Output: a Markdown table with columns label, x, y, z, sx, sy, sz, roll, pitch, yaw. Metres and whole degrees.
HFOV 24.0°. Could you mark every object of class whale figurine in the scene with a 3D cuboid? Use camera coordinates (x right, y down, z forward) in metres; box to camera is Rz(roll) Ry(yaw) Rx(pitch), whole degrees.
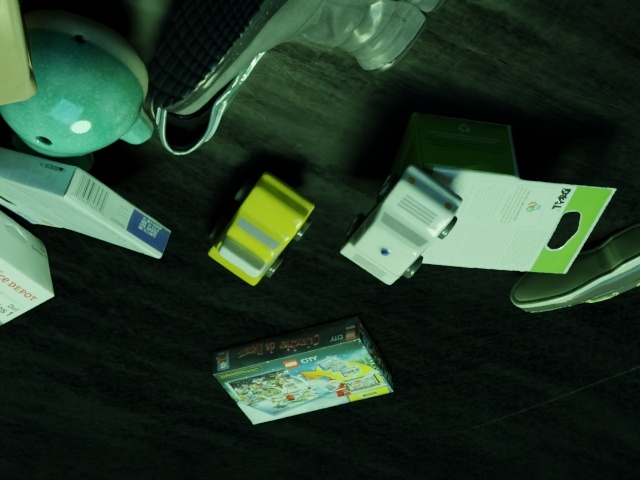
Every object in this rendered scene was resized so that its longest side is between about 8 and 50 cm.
| label | x | y | z | sx | sy | sz | roll | pitch | yaw |
| --- | --- | --- | --- | --- | --- | --- | --- | --- | --- |
| whale figurine | -0.303 | -0.144 | 1.735 | 0.216 | 0.141 | 0.272 | 21 | 148 | -8 |

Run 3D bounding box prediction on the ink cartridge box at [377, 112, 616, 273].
| label | x | y | z | sx | sy | sz | roll | pitch | yaw |
| --- | --- | --- | --- | --- | --- | --- | --- | --- | --- |
| ink cartridge box | 0.220 | -0.054 | 1.931 | 0.255 | 0.097 | 0.188 | 6 | 140 | -13 |

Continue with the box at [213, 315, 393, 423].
| label | x | y | z | sx | sy | sz | roll | pitch | yaw |
| --- | --- | --- | --- | --- | --- | --- | --- | --- | --- |
| box | -0.025 | 0.198 | 2.271 | 0.233 | 0.044 | 0.159 | -15 | 140 | 14 |

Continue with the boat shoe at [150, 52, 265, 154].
| label | x | y | z | sx | sy | sz | roll | pitch | yaw |
| --- | --- | --- | --- | --- | --- | --- | --- | --- | --- |
| boat shoe | -0.103 | -0.219 | 1.695 | 0.116 | 0.099 | 0.319 | 19 | 135 | -21 |

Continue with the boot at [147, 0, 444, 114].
| label | x | y | z | sx | sy | sz | roll | pitch | yaw |
| --- | --- | --- | --- | --- | --- | --- | --- | --- | --- |
| boot | -0.006 | -0.227 | 1.599 | 0.338 | 0.118 | 0.223 | -44 | 136 | 16 |

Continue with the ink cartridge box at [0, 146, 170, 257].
| label | x | y | z | sx | sy | sz | roll | pitch | yaw |
| --- | --- | --- | --- | --- | --- | --- | --- | --- | --- |
| ink cartridge box | -0.330 | -0.055 | 1.857 | 0.224 | 0.045 | 0.223 | 14 | 167 | 29 |

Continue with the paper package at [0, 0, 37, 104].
| label | x | y | z | sx | sy | sz | roll | pitch | yaw |
| --- | --- | --- | --- | --- | --- | --- | --- | --- | --- |
| paper package | -0.458 | -0.259 | 1.449 | 0.325 | 0.168 | 0.309 | -11 | 147 | -10 |

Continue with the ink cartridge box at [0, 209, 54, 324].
| label | x | y | z | sx | sy | sz | roll | pitch | yaw |
| --- | --- | --- | --- | --- | --- | --- | --- | --- | --- |
| ink cartridge box | -0.486 | 0.057 | 1.977 | 0.219 | 0.092 | 0.160 | -28 | 146 | 13 |

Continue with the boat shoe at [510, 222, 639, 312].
| label | x | y | z | sx | sy | sz | roll | pitch | yaw |
| --- | --- | --- | --- | --- | --- | --- | --- | --- | --- |
| boat shoe | 0.377 | 0.053 | 2.086 | 0.228 | 0.081 | 0.068 | -24 | 133 | 20 |

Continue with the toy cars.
| label | x | y | z | sx | sy | sz | roll | pitch | yaw |
| --- | --- | --- | --- | --- | --- | --- | --- | --- | --- |
| toy cars | 0.000 | 0.000 | 1.898 | 0.394 | 0.087 | 0.176 | -2 | 130 | 32 |
